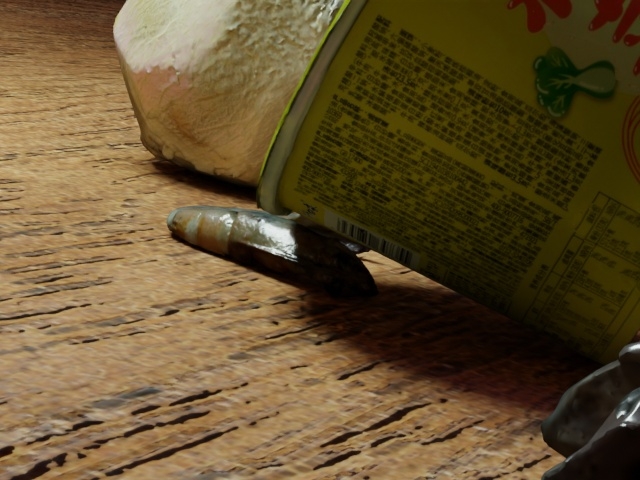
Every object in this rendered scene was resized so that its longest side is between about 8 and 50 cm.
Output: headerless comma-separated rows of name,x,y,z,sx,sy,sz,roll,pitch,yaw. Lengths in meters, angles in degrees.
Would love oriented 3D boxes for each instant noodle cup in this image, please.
instant noodle cup,0.138,-0.084,1.054,0.221,0.311,0.311,34,13,6

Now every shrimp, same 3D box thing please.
shrimp,-0.001,0.003,1.174,0.195,0.035,0.148,19,9,43

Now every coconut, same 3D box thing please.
coconut,-0.050,-0.144,1.455,0.227,0.230,0.227,36,19,-15

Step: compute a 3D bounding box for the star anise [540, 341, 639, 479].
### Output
star anise,0.231,0.098,0.636,0.332,0.117,0.331,16,11,-3
